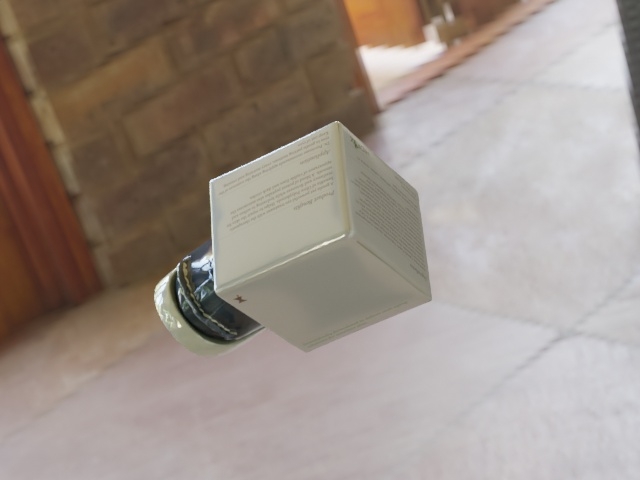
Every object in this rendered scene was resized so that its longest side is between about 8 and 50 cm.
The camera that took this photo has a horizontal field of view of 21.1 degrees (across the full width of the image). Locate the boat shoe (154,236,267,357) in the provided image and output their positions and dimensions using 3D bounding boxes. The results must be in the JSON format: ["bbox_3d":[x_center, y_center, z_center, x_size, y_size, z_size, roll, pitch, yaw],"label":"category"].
[{"bbox_3d":[-0.024,0.003,1.202,0.079,0.095,0.254,-38,-6,31],"label":"boat shoe"}]

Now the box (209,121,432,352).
[{"bbox_3d":[0.000,0.000,1.066,0.101,0.102,0.087,-24,52,25],"label":"box"}]
